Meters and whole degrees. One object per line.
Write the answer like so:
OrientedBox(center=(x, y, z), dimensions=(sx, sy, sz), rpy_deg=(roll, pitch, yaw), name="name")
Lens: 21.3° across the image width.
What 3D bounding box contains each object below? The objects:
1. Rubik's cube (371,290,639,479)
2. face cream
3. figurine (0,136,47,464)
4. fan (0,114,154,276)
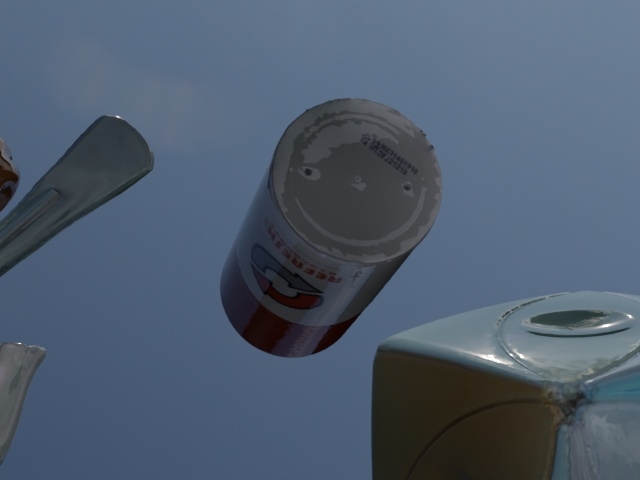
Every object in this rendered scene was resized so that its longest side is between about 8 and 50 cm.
OrientedBox(center=(0.279, 0.256, 1.798), dimensions=(0.351, 0.347, 0.352), rpy_deg=(-8, -80, -33), name="Rubik's cube")
OrientedBox(center=(0.000, 0.000, 1.019), dimensions=(0.095, 0.214, 0.096), rpy_deg=(4, -109, -11), name="face cream")
OrientedBox(center=(-0.232, 0.035, 0.865), dimensions=(0.189, 0.142, 0.263), rpy_deg=(6, -100, -25), name="figurine")
OrientedBox(center=(-0.231, 0.018, 1.195), dimensions=(0.282, 0.023, 0.057), rpy_deg=(-43, -105, -7), name="fan")
